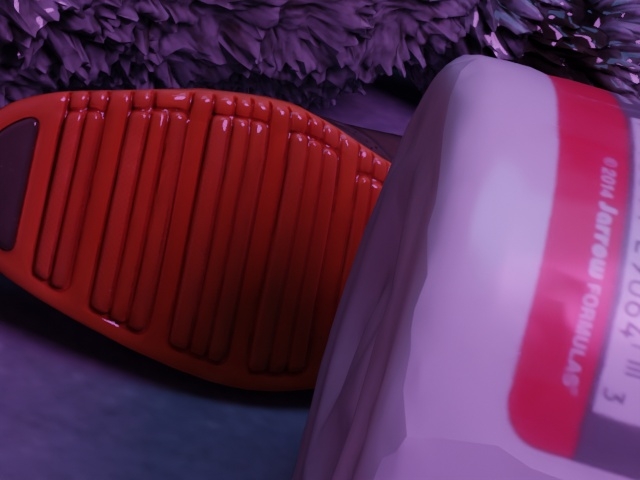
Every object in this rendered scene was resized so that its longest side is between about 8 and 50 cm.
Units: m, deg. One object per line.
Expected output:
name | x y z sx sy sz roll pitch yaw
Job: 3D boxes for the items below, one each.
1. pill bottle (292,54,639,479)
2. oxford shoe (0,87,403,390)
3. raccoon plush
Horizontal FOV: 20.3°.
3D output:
pill bottle | 0.159 0.076 0.494 0.318 0.176 0.176 17 28 -5
oxford shoe | 0.000 0.000 0.644 0.271 0.097 0.098 13 9 -21
raccoon plush | -0.003 -0.101 0.698 0.446 0.216 0.299 17 36 -5
